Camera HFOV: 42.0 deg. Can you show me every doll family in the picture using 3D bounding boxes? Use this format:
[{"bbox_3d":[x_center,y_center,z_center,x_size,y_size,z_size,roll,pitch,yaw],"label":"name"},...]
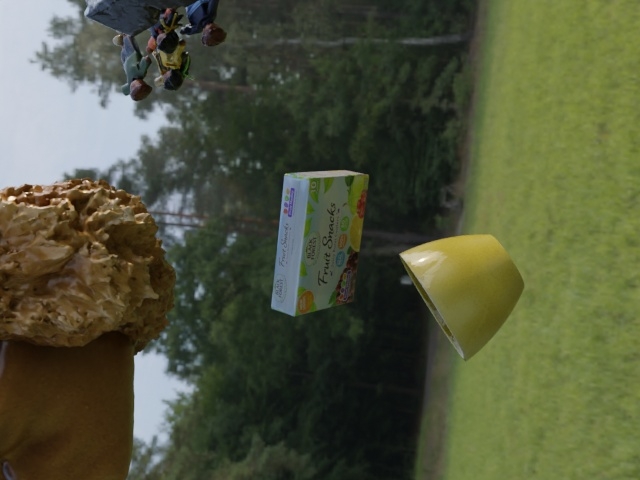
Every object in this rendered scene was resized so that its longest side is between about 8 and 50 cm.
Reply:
[{"bbox_3d":[-0.168,-0.228,0.930,0.193,0.076,0.111,-50,53,50],"label":"doll family"}]

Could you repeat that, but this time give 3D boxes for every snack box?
[{"bbox_3d":[0.000,0.000,0.863,0.100,0.037,0.141,-9,-71,-49],"label":"snack box"}]

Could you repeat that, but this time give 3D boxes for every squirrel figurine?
[{"bbox_3d":[-0.316,0.080,0.713,0.397,0.281,0.370,-49,-30,1],"label":"squirrel figurine"}]

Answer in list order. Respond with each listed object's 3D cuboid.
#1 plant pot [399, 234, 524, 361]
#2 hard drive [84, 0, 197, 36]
[{"bbox_3d":[0.159,0.047,0.889,0.134,0.095,0.134,59,-179,-2],"label":"plant pot"},{"bbox_3d":[-0.112,-0.377,0.749,0.064,0.237,0.339,18,-107,-39],"label":"hard drive"}]
